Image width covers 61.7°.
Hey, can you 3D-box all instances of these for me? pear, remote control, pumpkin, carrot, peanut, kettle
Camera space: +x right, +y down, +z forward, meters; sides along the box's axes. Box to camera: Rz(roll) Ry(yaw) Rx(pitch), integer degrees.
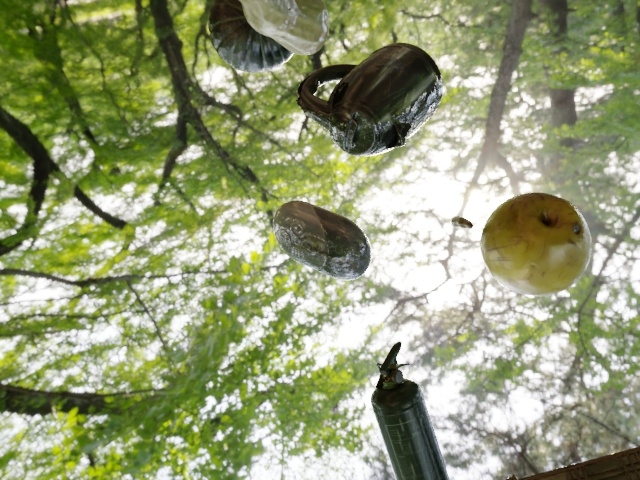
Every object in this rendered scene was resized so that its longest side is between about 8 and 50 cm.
[{"bbox_3d":[0.544,0.006,1.360,0.281,0.280,0.280,-16,-157,7],"label":"pear"},{"bbox_3d":[0.000,0.000,1.587,0.332,0.221,0.103,21,-138,22],"label":"remote control"},{"bbox_3d":[-0.174,-0.571,1.450,0.250,0.249,0.216,-17,173,4],"label":"pumpkin"},{"bbox_3d":[0.393,-0.048,1.477,0.036,0.035,0.165,-18,-176,2],"label":"carrot"},{"bbox_3d":[-0.053,-0.357,0.843,0.099,0.090,0.214,10,-175,31],"label":"peanut"},{"bbox_3d":[0.104,-0.346,1.325,0.321,0.228,0.324,29,-134,14],"label":"kettle"}]

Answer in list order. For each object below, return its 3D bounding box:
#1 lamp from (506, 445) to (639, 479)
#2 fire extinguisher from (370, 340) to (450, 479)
[{"bbox_3d":[0.495,0.423,0.916,0.326,0.089,0.090,-25,-163,19],"label":"lamp"},{"bbox_3d":[0.162,0.346,0.966,0.115,0.310,0.095,-24,-173,-37],"label":"fire extinguisher"}]
